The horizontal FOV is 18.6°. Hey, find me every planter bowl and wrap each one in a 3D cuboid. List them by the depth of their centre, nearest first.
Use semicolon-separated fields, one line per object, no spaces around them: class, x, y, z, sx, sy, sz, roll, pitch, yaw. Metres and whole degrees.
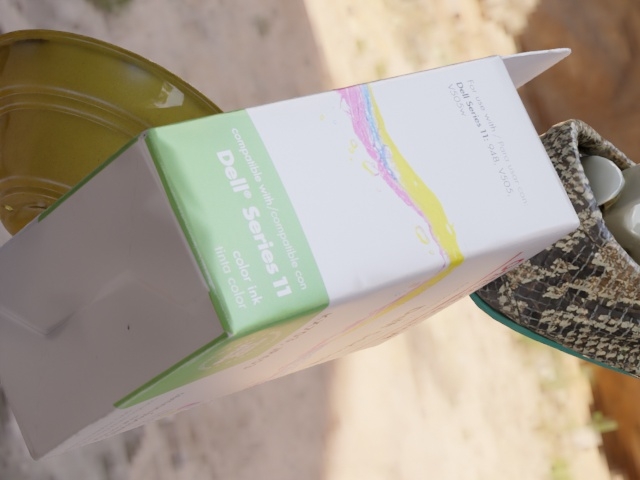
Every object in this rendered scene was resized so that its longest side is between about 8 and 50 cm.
planter bowl;-0.152;-0.037;1.304;0.217;0.217;0.090;57;47;-46

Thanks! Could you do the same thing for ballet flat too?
ballet flat;0.325;0.063;1.328;0.483;0.182;0.164;28;41;-13

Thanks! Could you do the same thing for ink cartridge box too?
ink cartridge box;0.000;0.000;1.133;0.353;0.207;0.119;-16;78;-43
